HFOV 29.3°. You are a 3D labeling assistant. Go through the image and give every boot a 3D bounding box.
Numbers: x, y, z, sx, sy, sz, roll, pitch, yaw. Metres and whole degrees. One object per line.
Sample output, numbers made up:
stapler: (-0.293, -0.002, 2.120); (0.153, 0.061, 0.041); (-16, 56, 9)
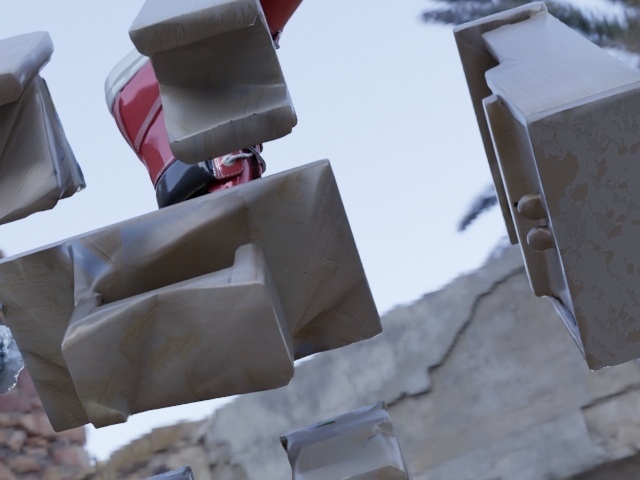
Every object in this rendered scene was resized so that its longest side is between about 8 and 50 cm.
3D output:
boot: (-0.051, -0.125, 0.923); (0.244, 0.176, 0.088); (-45, -39, 21)

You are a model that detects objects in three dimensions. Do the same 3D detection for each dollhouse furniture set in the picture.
dollhouse furniture set: (0.000, 0.000, 0.789); (0.394, 0.362, 0.256); (-17, 19, 3)

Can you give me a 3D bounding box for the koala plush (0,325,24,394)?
koala plush: (-0.317, 0.110, 0.827); (0.196, 0.203, 0.221); (-19, 6, -40)
